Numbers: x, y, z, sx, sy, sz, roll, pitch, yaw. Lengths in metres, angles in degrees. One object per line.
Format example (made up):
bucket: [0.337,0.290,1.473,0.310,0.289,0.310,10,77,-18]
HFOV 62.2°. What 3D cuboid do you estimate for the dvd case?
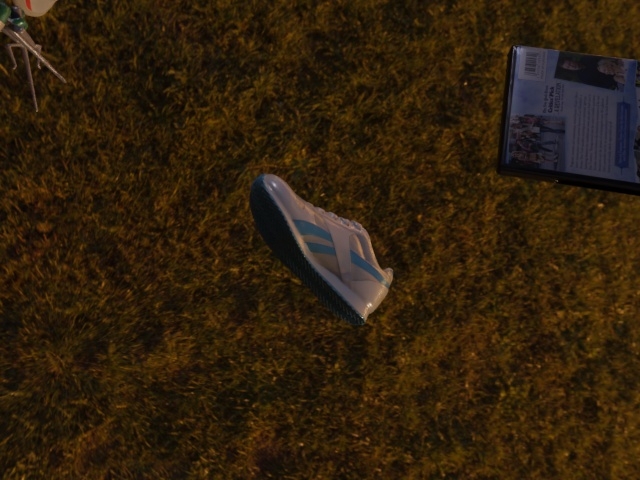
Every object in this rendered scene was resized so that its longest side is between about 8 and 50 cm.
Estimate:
dvd case: [0.348,-0.143,0.641,0.253,0.022,0.180,10,72,6]

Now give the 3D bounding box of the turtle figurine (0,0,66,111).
turtle figurine: [-0.294,-0.191,0.414,0.118,0.175,0.234,-24,127,-22]

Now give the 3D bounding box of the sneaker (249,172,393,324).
sneaker: [0.000,0.000,0.682,0.228,0.087,0.092,50,65,-15]

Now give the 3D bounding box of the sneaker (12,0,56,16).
sneaker: [-0.295,-0.298,0.586,0.057,0.161,0.075,-13,69,-54]
